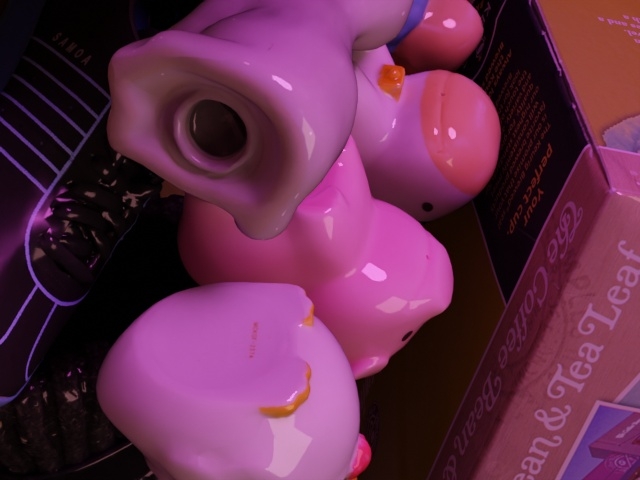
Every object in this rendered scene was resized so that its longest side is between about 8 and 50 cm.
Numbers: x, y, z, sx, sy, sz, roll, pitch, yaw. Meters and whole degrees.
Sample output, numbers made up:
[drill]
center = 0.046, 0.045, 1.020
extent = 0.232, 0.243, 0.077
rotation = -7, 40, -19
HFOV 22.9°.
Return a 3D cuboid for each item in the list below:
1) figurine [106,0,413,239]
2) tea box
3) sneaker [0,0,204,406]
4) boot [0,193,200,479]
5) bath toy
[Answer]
[figurine]
center = 0.003, -0.138, 0.641
extent = 0.209, 0.092, 0.215
rotation = -53, 155, -52
[tea box]
center = 0.164, 0.029, 0.917
extent = 0.220, 0.323, 0.329
rotation = 11, 126, -13
[sneaker]
center = -0.102, -0.036, 0.672
extent = 0.081, 0.090, 0.232
rotation = 49, 47, -53
[boot]
center = -0.162, 0.155, 0.842
extent = 0.348, 0.131, 0.260
rotation = -53, 160, -24
[bath toy]
center = 0.000, 0.000, 0.755
extent = 0.348, 0.151, 0.129
rotation = -73, 168, -45
